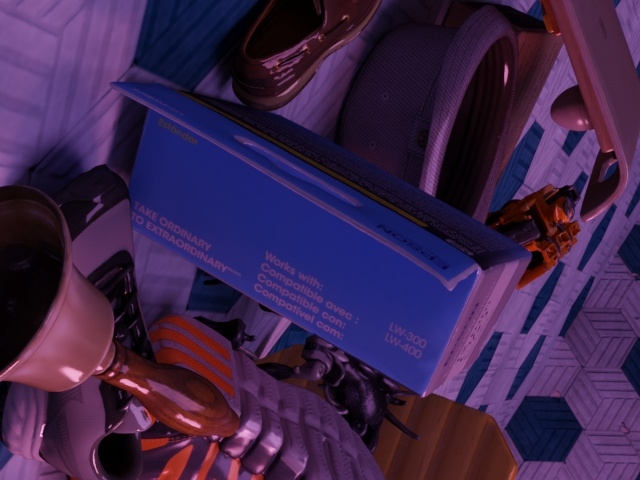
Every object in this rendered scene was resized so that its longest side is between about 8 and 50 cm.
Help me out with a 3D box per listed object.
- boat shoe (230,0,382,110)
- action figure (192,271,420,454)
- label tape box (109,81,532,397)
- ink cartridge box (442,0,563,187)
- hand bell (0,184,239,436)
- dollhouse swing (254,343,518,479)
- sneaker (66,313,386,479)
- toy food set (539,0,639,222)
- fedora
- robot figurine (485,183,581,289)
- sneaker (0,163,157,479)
[{"bbox_3d":[-0.004,-0.177,1.011,0.178,0.064,0.060,-52,162,-19],"label":"boat shoe"},{"bbox_3d":[-0.014,0.103,1.225,0.275,0.141,0.164,38,70,-43],"label":"action figure"},{"bbox_3d":[0.000,0.000,0.949,0.115,0.249,0.347,-63,167,10],"label":"label tape box"},{"bbox_3d":[0.168,-0.143,1.489,0.193,0.088,0.235,-15,132,-64],"label":"ink cartridge box"},{"bbox_3d":[-0.127,0.075,0.821,0.126,0.126,0.242,-59,140,-7],"label":"hand bell"},{"bbox_3d":[-0.017,0.280,1.228,0.315,0.347,0.305,2,106,-70],"label":"dollhouse swing"},{"bbox_3d":[-0.082,0.198,1.111,0.180,0.321,0.124,-38,-150,18],"label":"sneaker"},{"bbox_3d":[0.237,-0.196,1.328,0.306,0.092,0.220,67,25,-15],"label":"toy food set"},{"bbox_3d":[0.097,-0.099,1.296,0.243,0.124,0.275,-34,137,-60],"label":"fedora"},{"bbox_3d":[0.165,0.023,1.506,0.291,0.085,0.211,-24,-174,35],"label":"robot figurine"},{"bbox_3d":[-0.150,0.063,0.908,0.100,0.108,0.271,-43,153,-43],"label":"sneaker"}]
